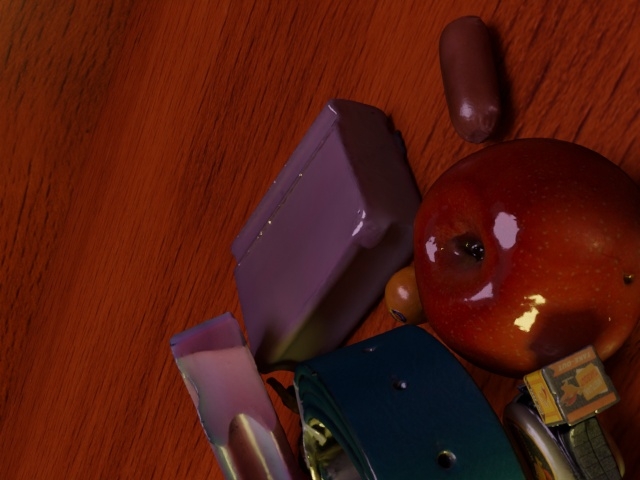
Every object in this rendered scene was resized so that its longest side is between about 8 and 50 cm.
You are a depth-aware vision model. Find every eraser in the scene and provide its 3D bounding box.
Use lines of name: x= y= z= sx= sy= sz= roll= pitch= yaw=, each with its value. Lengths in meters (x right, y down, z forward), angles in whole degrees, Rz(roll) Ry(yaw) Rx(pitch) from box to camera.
eraser: x=0.000 y=0.000 z=1.634 sx=0.359 sy=0.122 sz=0.272 roll=-54 pitch=37 yaw=38

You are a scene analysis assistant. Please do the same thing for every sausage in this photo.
sausage: x=0.197 y=-0.213 z=1.408 sx=0.077 sy=0.077 sz=0.194 roll=-41 pitch=44 yaw=48

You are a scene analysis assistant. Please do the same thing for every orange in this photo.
orange: x=0.126 y=0.072 z=1.420 sx=0.083 sy=0.084 sz=0.083 roll=-31 pitch=54 yaw=54

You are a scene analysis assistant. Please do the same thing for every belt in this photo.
belt: x=0.093 y=0.256 z=1.190 sx=0.436 sy=0.173 sz=0.300 roll=-166 pitch=60 yaw=-72

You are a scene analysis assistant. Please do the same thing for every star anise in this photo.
star anise: x=0.002 y=0.258 z=1.562 sx=0.212 sy=0.111 sz=0.196 roll=-22 pitch=67 yaw=49

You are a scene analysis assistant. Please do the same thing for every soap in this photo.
soap: x=-0.112 y=0.277 z=1.569 sx=0.193 sy=0.109 sz=0.323 roll=-150 pitch=37 yaw=-77

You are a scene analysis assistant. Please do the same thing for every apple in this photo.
apple: x=0.222 y=0.018 z=1.129 sx=0.260 sy=0.217 sz=0.260 roll=-22 pitch=64 yaw=54

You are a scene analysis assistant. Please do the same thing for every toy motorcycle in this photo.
toy motorcycle: x=0.265 y=0.243 z=1.028 sx=0.263 sy=0.091 sz=0.157 roll=64 pitch=161 yaw=10
